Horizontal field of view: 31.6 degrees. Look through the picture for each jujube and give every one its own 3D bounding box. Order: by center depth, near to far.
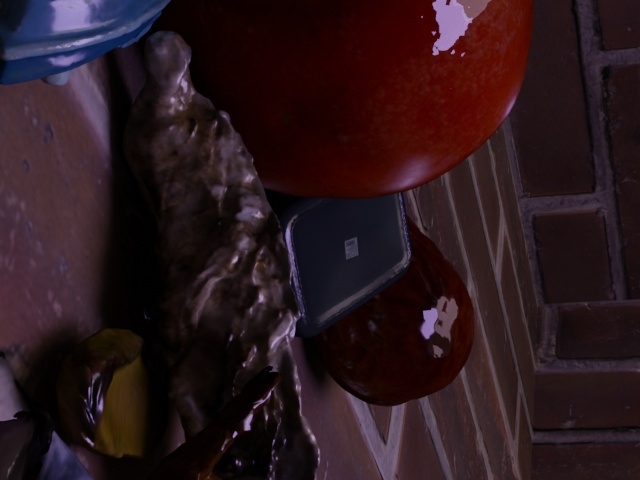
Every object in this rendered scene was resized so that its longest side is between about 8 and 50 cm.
[{"bbox_3d":[0.067,0.062,1.300,0.255,0.190,0.190,61,23,-10],"label":"jujube"}]

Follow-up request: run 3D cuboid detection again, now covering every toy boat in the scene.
[{"bbox_3d":[-0.161,-0.164,0.767,0.098,0.109,0.238,-64,179,31],"label":"toy boat"}]

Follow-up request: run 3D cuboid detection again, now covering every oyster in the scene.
[{"bbox_3d":[-0.093,0.052,0.893,0.204,0.110,0.396,125,-45,-66],"label":"oyster"}]

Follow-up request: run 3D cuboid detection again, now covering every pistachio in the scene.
[{"bbox_3d":[-0.150,0.108,0.800,0.173,0.049,0.090,59,36,-75],"label":"pistachio"}]

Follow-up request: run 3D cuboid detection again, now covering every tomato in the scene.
[{"bbox_3d":[0.017,-0.200,0.968,0.293,0.325,0.290,85,26,-45],"label":"tomato"}]

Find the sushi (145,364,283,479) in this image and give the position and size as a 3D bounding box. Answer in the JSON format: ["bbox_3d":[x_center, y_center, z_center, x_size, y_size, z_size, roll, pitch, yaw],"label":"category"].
[{"bbox_3d":[-0.046,0.228,0.571,0.179,0.166,0.296,-33,104,-60],"label":"sushi"}]

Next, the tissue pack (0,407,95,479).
[{"bbox_3d":[-0.148,0.302,0.648,0.361,0.122,0.259,66,23,-43],"label":"tissue pack"}]

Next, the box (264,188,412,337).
[{"bbox_3d":[0.000,0.000,1.118,0.201,0.090,0.145,-29,116,-44],"label":"box"}]
